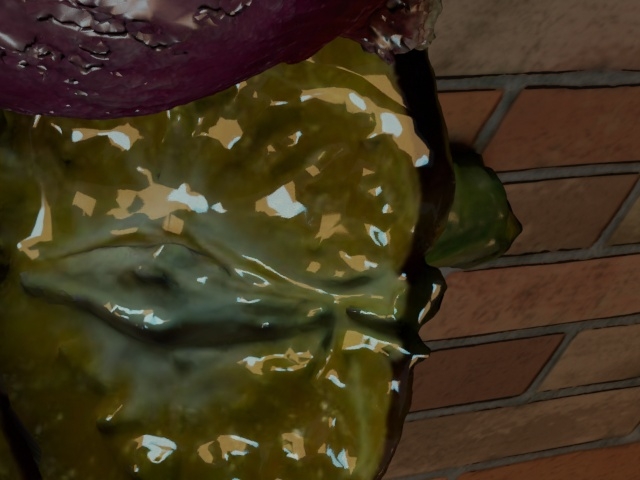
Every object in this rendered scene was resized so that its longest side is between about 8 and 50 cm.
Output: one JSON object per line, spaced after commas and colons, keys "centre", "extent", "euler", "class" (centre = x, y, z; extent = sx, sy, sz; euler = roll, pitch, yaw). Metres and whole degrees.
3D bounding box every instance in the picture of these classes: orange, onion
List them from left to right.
{"centre": [-0.085, 0.010, 1.109], "extent": [0.271, 0.210, 0.368], "euler": [11, 90, -28], "class": "orange"}
{"centre": [-0.058, -0.148, 0.893], "extent": [0.349, 0.159, 0.267], "euler": [19, 116, -25], "class": "onion"}

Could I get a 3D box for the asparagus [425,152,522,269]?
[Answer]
{"centre": [0.000, 0.002, 1.339], "extent": [0.343, 0.082, 0.085], "euler": [-12, 180, -26], "class": "asparagus"}
